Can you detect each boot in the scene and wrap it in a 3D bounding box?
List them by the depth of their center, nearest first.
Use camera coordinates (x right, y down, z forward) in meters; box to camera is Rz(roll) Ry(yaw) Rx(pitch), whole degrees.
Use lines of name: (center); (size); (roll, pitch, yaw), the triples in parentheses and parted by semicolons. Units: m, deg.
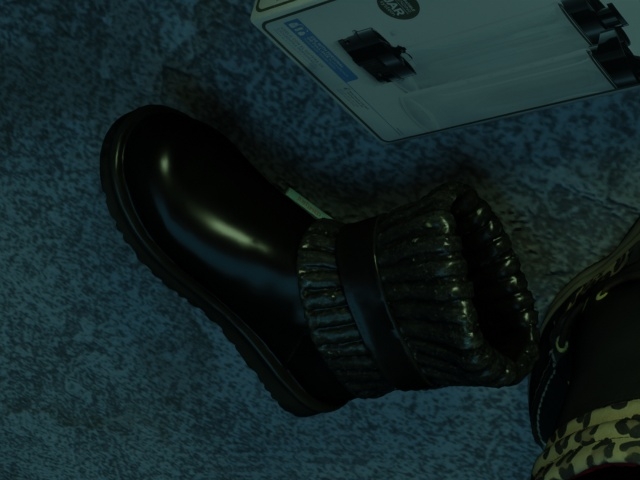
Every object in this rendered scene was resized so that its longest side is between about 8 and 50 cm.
boot: (0.227, 0.144, 0.972); (0.138, 0.284, 0.377); (29, 141, 1)
boot: (0.003, -0.002, 1.054); (0.260, 0.131, 0.348); (-19, 119, 46)

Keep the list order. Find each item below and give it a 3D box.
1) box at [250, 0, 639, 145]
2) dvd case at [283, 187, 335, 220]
box: (0.118, -0.165, 0.832); (0.290, 0.087, 0.169); (-10, 144, 38)
dvd case: (-0.023, 0.006, 1.196); (0.087, 0.013, 0.119); (37, 139, -8)
